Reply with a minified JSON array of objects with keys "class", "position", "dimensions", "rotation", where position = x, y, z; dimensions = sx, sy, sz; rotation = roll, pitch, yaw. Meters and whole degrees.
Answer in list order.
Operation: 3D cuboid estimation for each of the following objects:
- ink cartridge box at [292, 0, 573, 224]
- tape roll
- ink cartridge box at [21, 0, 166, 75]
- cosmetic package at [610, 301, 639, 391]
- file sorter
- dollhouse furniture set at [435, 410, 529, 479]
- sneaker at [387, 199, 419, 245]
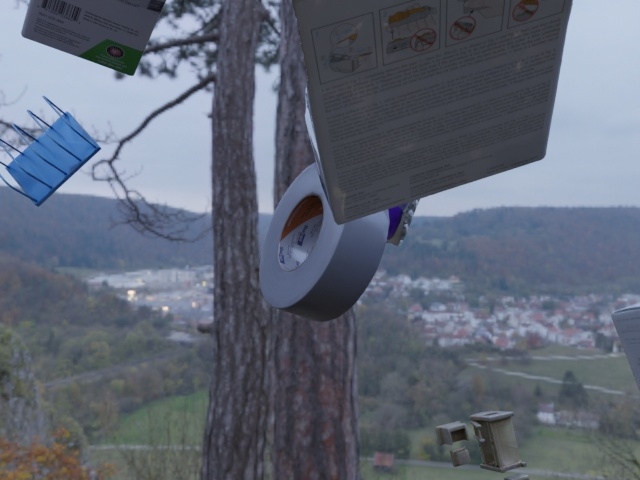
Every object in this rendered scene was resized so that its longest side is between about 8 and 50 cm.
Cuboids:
[{"class":"ink cartridge box","position":[0.079,-0.123,0.471],"dimensions":[0.189,0.066,0.232],"rotation":[-18,-41,-3]},{"class":"tape roll","position":[0.000,0.000,0.922],"dimensions":[0.072,0.219,0.219],"rotation":[23,-9,-29]},{"class":"ink cartridge box","position":[-0.387,-0.471,1.182],"dimensions":[0.211,0.121,0.289],"rotation":[17,-47,-28]},{"class":"cosmetic package","position":[0.412,0.164,0.689],"dimensions":[0.117,0.231,0.085],"rotation":[-18,-10,-9]},{"class":"file sorter","position":[-0.546,-0.177,1.283],"dimensions":[0.118,0.170,0.104],"rotation":[45,-3,19]},{"class":"dollhouse furniture set","position":[0.323,0.458,1.355],"dimensions":[0.161,0.181,0.101],"rotation":[-8,-10,-17]},{"class":"sneaker","position":[0.077,-0.061,1.136],"dimensions":[0.146,0.102,0.293],"rotation":[23,-7,-4]}]
